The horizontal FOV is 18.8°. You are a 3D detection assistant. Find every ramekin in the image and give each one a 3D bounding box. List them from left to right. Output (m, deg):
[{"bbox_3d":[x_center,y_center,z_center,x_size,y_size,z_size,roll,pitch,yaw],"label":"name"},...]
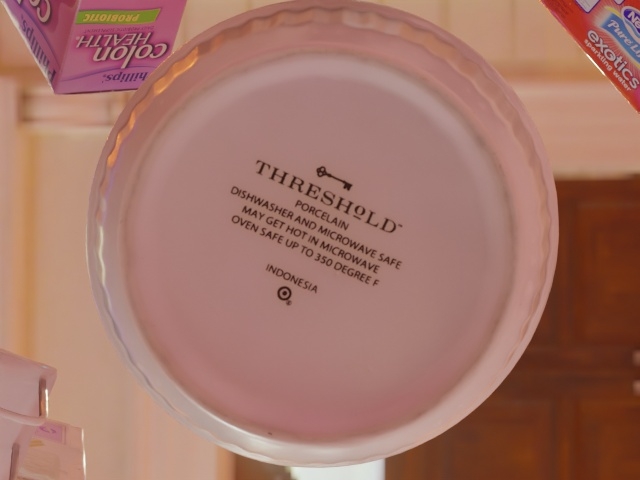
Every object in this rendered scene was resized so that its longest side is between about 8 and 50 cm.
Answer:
[{"bbox_3d":[0.000,0.000,1.057,0.127,0.272,0.273,-76,-15,-86],"label":"ramekin"}]

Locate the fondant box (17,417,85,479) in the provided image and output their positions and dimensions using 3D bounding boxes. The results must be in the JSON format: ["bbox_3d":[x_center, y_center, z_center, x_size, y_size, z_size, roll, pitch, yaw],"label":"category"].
[{"bbox_3d":[-0.320,0.357,1.906,0.238,0.096,0.330,-127,55,-78],"label":"fondant box"}]

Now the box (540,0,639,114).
[{"bbox_3d":[0.326,-0.235,1.888,0.122,0.257,0.128,-37,-8,-29],"label":"box"}]

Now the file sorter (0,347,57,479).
[{"bbox_3d":[-0.361,0.222,1.624,0.173,0.192,0.278,-125,57,-77],"label":"file sorter"}]

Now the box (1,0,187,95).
[{"bbox_3d":[-0.214,-0.299,1.827,0.213,0.117,0.243,57,141,36],"label":"box"}]
